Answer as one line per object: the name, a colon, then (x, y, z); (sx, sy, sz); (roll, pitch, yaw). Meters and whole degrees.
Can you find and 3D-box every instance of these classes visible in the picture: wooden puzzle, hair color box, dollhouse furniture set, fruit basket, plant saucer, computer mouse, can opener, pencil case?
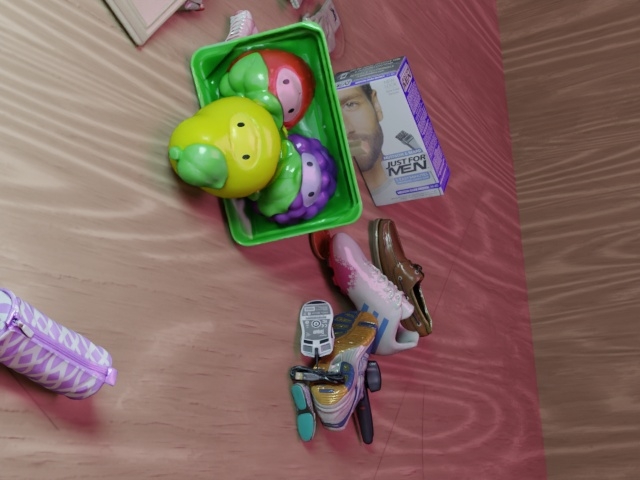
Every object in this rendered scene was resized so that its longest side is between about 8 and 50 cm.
wooden puzzle: (-0.284, -0.471, 1.545); (0.238, 0.044, 0.221); (-54, 134, -22)
hair color box: (0.167, -0.254, 2.290); (0.338, 0.185, 0.110); (64, 31, -28)
dollhouse furniture set: (0.059, -0.166, 2.125); (0.081, 0.114, 0.091); (58, 31, -46)
fruit basket: (-0.098, -0.178, 1.672); (0.392, 0.283, 0.391); (-12, 90, -82)
plant saucer: (0.000, 0.000, 2.055); (0.083, 0.013, 0.083); (31, 55, -57)
computer mouse: (-0.004, 0.203, 1.898); (0.042, 0.106, 0.193); (80, 9, -49)
can opener: (0.095, 0.352, 2.075); (0.059, 0.073, 0.186); (-25, 113, -72)
pencil case: (-0.352, 0.132, 1.206); (0.206, 0.088, 0.086); (45, 44, -51)

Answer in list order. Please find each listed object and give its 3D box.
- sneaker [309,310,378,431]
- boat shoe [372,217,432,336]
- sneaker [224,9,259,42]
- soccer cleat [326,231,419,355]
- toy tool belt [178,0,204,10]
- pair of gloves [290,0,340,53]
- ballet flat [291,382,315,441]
sneaker: (0.045, 0.266, 1.979); (0.296, 0.112, 0.130); (-59, 150, -51)
boat shoe: (0.206, 0.089, 2.337); (0.111, 0.105, 0.307); (-25, 103, -63)
sneaker: (-0.159, -0.402, 1.836); (0.070, 0.051, 0.134); (71, 24, -14)
soccer cleat: (0.125, 0.113, 2.110); (0.116, 0.143, 0.331); (-67, 141, -51)
toy tool belt: (-0.233, -0.433, 1.696); (0.083, 0.052, 0.051); (-27, 114, -64)
pair of gloves: (-0.026, -0.534, 2.165); (0.204, 0.042, 0.240); (-77, 148, -45)
ballet flat: (-0.026, 0.329, 1.850); (0.041, 0.041, 0.114); (-12, 91, -64)
